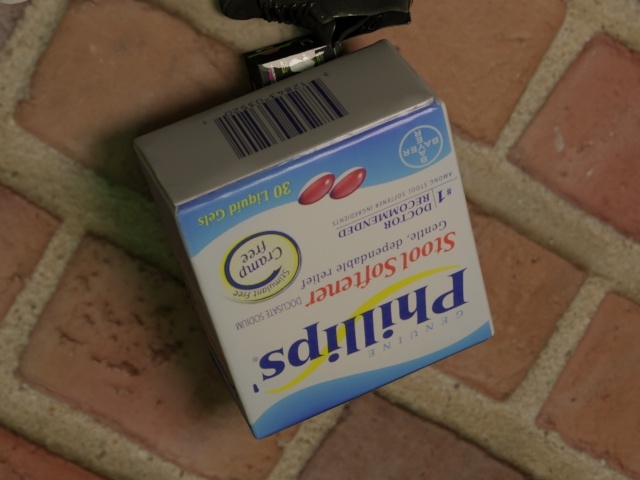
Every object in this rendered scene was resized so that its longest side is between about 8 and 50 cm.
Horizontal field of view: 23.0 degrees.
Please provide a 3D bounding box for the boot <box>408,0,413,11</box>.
[{"bbox_3d":[0.094,-0.318,1.508,0.137,0.077,0.198,-40,142,-32],"label":"boot"}]

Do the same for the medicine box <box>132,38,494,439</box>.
[{"bbox_3d":[0.000,0.000,1.494,0.263,0.149,0.289,-23,126,-8],"label":"medicine box"}]

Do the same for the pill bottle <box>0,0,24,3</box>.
[{"bbox_3d":[-0.273,-0.279,1.365,0.086,0.086,0.152,-9,150,-14],"label":"pill bottle"}]

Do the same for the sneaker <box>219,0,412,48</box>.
[{"bbox_3d":[-0.006,-0.218,1.477,0.170,0.089,0.051,-17,154,2],"label":"sneaker"}]

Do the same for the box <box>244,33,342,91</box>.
[{"bbox_3d":[-0.023,-0.163,1.518,0.083,0.062,0.052,-18,111,-12],"label":"box"}]
